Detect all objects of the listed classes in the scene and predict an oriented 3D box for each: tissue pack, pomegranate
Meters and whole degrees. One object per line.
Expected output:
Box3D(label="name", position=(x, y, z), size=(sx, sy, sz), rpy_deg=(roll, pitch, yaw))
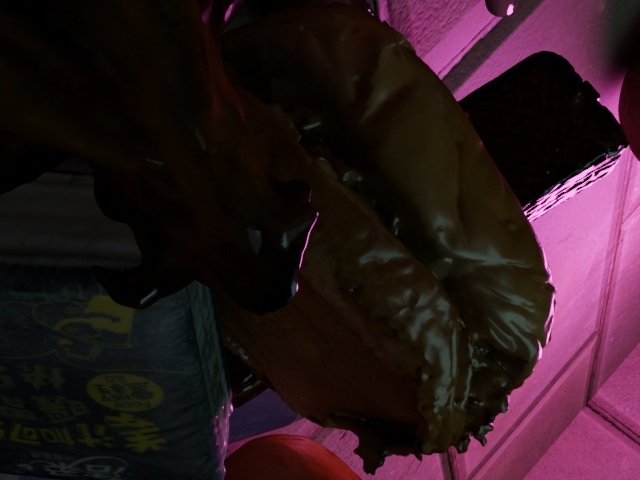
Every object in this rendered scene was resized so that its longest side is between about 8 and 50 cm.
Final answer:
Box3D(label="tissue pack", position=(-0.155, 0.062, 0.701), size=(0.257, 0.185, 0.081), rpy_deg=(89, 7, -55))
Box3D(label="pomegranate", position=(-0.053, 0.317, 1.196), size=(0.248, 0.248, 0.248), rpy_deg=(-40, 153, -25))

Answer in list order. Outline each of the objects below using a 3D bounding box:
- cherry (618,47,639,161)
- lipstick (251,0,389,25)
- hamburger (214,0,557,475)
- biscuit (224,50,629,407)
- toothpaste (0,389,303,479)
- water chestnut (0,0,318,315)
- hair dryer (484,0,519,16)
Box3D(label="cherry", position=(0.503, -0.207, 1.467), size=(0.285, 0.212, 0.236), rpy_deg=(-38, 143, 29))
Box3D(label="lipstick", position=(0.002, -0.153, 0.807), size=(0.077, 0.077, 0.418), rpy_deg=(-52, 157, -2))
Box3D(label="hamburger", position=(0.000, 0.000, 0.742), size=(0.158, 0.319, 0.318), rpy_deg=(-38, 152, -22))
Box3D(label="biscuit", position=(0.059, -0.011, 0.942), size=(0.388, 0.107, 0.073), rpy_deg=(-32, 161, -3))
Box3D(label="toothpaste", position=(-0.123, 0.150, 1.017), size=(0.371, 0.080, 0.125), rpy_deg=(-10, 133, -49))
Box3D(label="water chestnut", position=(-0.111, -0.123, 0.344), size=(0.335, 0.347, 0.335), rpy_deg=(-44, 165, -15))
Box3D(label="hair dryer", position=(0.179, -0.282, 1.007), size=(0.199, 0.067, 0.167), rpy_deg=(-60, 168, -18))
